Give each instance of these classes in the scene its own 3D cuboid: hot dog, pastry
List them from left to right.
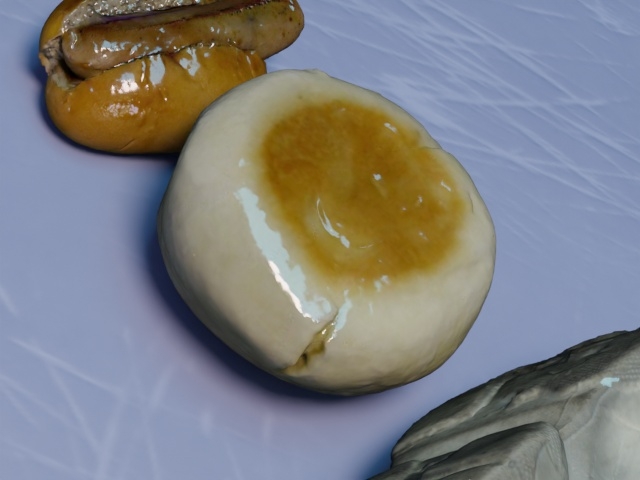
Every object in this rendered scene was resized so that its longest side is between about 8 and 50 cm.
[{"bbox_3d":[-0.067,-0.086,0.794,0.140,0.060,0.089,-1,60,-40],"label":"hot dog"},{"bbox_3d":[0.000,0.000,0.745,0.156,0.092,0.156,17,47,-19],"label":"pastry"}]

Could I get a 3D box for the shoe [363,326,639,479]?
[{"bbox_3d":[0.111,0.160,0.670,0.342,0.132,0.210,-25,92,-59],"label":"shoe"}]
